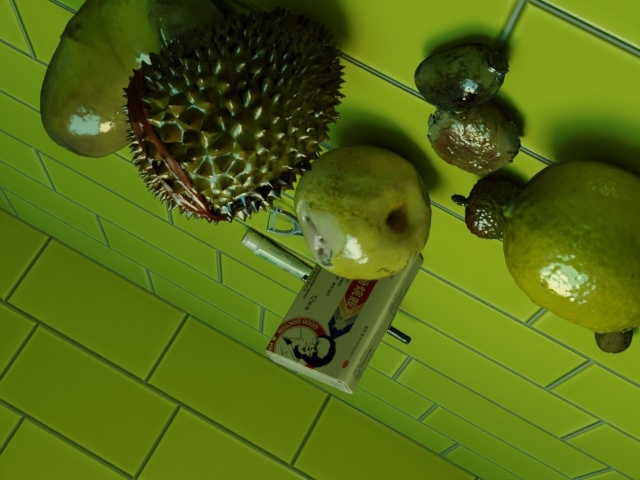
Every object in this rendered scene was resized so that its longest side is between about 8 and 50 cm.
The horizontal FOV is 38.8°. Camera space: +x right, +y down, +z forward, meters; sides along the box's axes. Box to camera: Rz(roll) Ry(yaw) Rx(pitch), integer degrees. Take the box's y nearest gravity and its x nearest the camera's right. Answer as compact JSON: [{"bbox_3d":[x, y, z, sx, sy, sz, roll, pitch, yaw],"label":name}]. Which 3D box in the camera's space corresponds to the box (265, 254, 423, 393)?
[{"bbox_3d":[0.056,0.145,2.020,0.214,0.353,0.069,18,158,31],"label":"box"}]

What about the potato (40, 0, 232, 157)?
[{"bbox_3d":[-0.344,-0.285,1.656,0.397,0.296,0.290,12,159,45],"label":"potato"}]

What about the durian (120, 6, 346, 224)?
[{"bbox_3d":[-0.140,-0.198,1.437,0.347,0.348,0.384,32,117,-5],"label":"durian"}]

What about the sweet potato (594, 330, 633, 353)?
[{"bbox_3d":[0.581,0.157,1.751,0.081,0.062,0.233,12,154,5],"label":"sweet potato"}]

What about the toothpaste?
[{"bbox_3d":[-0.075,0.071,2.474,0.314,0.058,0.056,31,116,-13],"label":"toothpaste"}]

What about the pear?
[{"bbox_3d":[0.071,-0.054,1.692,0.271,0.271,0.271,27,159,11],"label":"pear"}]

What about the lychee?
[{"bbox_3d":[0.298,-0.056,1.570,0.146,0.114,0.114,13,159,-2],"label":"lychee"}]

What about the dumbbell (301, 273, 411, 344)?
[{"bbox_3d":[0.093,0.179,2.354,0.325,0.143,0.143,32,160,-3],"label":"dumbbell"}]

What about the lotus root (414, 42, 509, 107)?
[{"bbox_3d":[0.202,-0.236,1.320,0.089,0.081,0.179,42,156,-25],"label":"lotus root"}]

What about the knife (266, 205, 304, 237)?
[{"bbox_3d":[0.001,-0.001,2.190,0.278,0.053,0.123,28,155,6],"label":"knife"}]

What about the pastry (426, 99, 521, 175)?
[{"bbox_3d":[0.241,-0.167,1.427,0.153,0.081,0.153,29,157,14],"label":"pastry"}]

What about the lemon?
[{"bbox_3d":[0.420,0.011,1.371,0.319,0.245,0.245,26,160,-5],"label":"lemon"}]
